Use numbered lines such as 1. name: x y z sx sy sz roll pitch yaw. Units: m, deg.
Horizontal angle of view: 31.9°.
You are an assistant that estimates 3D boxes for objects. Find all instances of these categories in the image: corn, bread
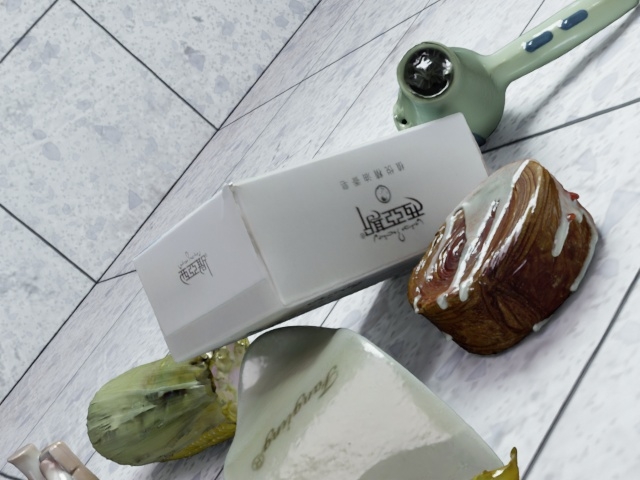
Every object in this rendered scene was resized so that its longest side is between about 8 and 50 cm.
1. corn: -0.160 0.176 1.224 0.123 0.122 0.305 -4 -17 -37
2. bread: 0.145 0.013 0.892 0.160 0.073 0.160 -48 14 16

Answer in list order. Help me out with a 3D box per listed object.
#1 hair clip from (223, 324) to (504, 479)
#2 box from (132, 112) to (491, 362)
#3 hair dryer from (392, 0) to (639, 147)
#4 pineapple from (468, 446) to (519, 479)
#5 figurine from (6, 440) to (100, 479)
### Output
1. hair clip: 0.007 0.150 0.859 0.172 0.113 0.282 -48 16 3
2. box: -0.001 -0.003 1.018 0.274 0.116 0.203 -20 -5 -36
3. hair dryer: 0.174 -0.181 1.092 0.298 0.119 0.296 -35 -7 31
4. pineapple: 0.042 0.247 0.601 0.250 0.139 0.164 -34 -26 -3
5. figurine: -0.336 0.350 1.254 0.162 0.141 0.236 -35 20 55
